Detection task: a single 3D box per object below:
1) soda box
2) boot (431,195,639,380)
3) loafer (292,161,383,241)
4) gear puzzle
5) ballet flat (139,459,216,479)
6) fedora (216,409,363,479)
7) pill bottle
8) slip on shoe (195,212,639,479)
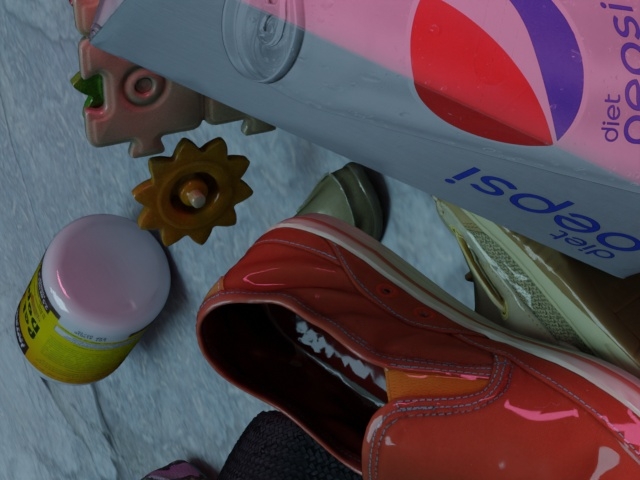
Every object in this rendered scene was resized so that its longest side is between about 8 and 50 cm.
[{"bbox_3d":[0.054,-0.081,0.628,0.098,0.286,0.091,-27,44,62],"label":"soda box"},{"bbox_3d":[0.101,0.031,0.809,0.262,0.095,0.203,50,147,21],"label":"boot"},{"bbox_3d":[0.000,0.000,1.009,0.056,0.050,0.148,58,150,21],"label":"loafer"},{"bbox_3d":[-0.079,-0.144,0.933,0.044,0.175,0.339,-127,30,-50],"label":"gear puzzle"},{"bbox_3d":[-0.108,0.255,1.334,0.221,0.079,0.077,10,116,58],"label":"ballet flat"},{"bbox_3d":[0.021,0.197,0.940,0.334,0.334,0.152,9,85,59],"label":"fedora"},{"bbox_3d":[-0.222,0.065,1.372,0.117,0.117,0.215,63,151,12],"label":"pill bottle"},{"bbox_3d":[0.068,0.096,0.720,0.331,0.101,0.123,32,137,30],"label":"slip on shoe"}]
